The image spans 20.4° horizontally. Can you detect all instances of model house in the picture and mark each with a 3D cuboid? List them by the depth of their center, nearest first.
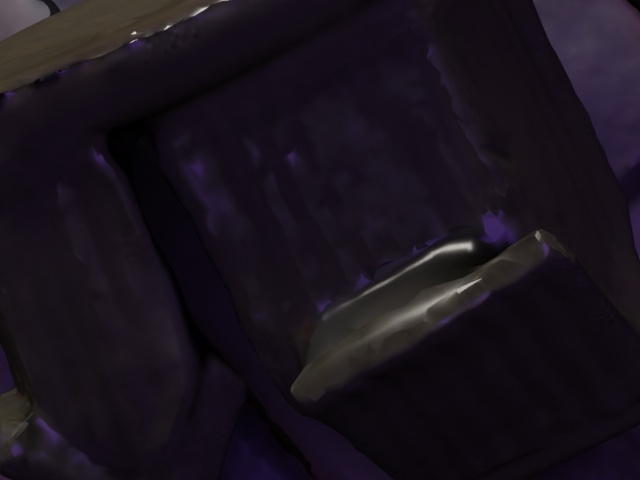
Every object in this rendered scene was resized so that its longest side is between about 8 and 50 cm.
[{"bbox_3d":[-0.003,-0.004,0.514,0.229,0.122,0.188,-24,91,6],"label":"model house"}]
